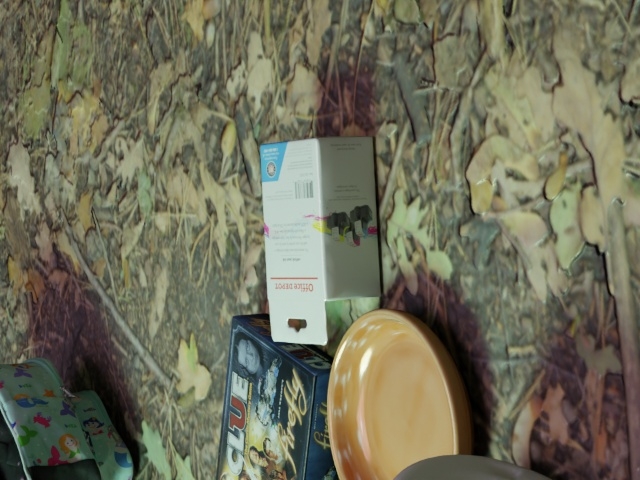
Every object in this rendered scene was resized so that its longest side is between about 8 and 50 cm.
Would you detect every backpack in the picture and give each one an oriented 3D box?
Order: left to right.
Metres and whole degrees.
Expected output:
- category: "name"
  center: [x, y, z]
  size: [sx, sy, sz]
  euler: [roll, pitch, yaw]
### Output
- category: "backpack"
  center: [-0.345, 0.261, 2.034]
  size: [0.253, 0.191, 0.225]
  euler: [49, 131, 36]

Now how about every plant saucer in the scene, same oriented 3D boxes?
- category: "plant saucer"
  center: [0.071, 0.157, 1.483]
  size: [0.200, 0.037, 0.200]
  euler: [7, 98, 59]

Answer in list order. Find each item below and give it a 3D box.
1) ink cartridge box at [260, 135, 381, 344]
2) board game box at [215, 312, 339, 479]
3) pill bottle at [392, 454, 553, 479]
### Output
- category: "ink cartridge box"
  center: [0.000, 0.000, 1.560]
  size: [0.104, 0.062, 0.181]
  euler: [-1, 92, 59]
- category: "board game box"
  center: [-0.042, 0.211, 1.670]
  size: [0.165, 0.042, 0.243]
  euler: [29, 118, 55]
- category: "pill bottle"
  center: [0.104, 0.322, 1.327]
  size: [0.161, 0.161, 0.283]
  euler: [40, 127, 50]
